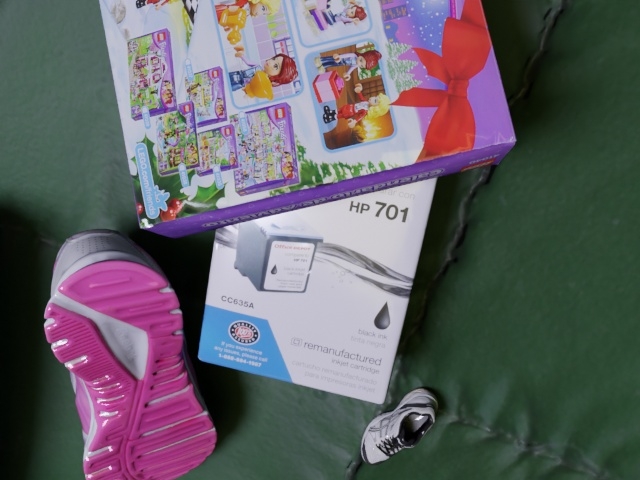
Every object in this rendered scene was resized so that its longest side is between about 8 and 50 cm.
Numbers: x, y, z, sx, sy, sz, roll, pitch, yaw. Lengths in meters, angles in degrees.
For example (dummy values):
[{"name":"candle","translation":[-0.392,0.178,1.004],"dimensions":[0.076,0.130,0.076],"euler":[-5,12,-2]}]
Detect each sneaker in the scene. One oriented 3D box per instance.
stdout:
[{"name":"sneaker","translation":[-0.144,0.094,0.467],"dimensions":[0.102,0.111,0.253],"euler":[-9,126,-19]},{"name":"sneaker","translation":[0.060,0.154,0.479],"dimensions":[0.031,0.037,0.083],"euler":[37,108,-4]}]

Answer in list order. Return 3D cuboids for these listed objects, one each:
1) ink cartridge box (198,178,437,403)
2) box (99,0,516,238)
[{"name":"ink cartridge box","translation":[0.000,0.000,0.426],"dimensions":[0.139,0.082,0.191],"euler":[12,106,5]},{"name":"box","translation":[-0.025,-0.165,0.345],"dimensions":[0.200,0.057,0.294],"euler":[-12,84,5]}]
